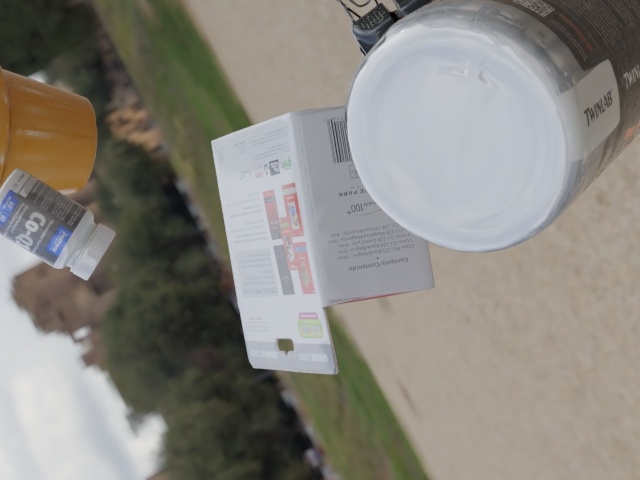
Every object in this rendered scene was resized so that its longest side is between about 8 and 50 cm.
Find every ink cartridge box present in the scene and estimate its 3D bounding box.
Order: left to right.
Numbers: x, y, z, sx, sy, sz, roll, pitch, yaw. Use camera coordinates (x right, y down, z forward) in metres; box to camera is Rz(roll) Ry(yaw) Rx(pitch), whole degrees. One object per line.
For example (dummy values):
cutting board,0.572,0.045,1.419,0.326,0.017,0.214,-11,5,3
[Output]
ink cartridge box,0.000,0.000,1.881,0.309,0.130,0.272,175,86,-71

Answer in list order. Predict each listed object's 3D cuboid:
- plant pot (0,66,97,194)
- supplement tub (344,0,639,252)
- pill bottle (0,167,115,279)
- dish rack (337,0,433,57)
plant pot,-0.398,-0.133,2.232,0.205,0.188,0.205,-11,77,60
supplement tub,0.177,-0.137,1.495,0.207,0.207,0.338,62,-147,-7
pill bottle,-0.309,-0.016,1.985,0.137,0.078,0.078,31,-179,-5
dish rack,0.072,-0.320,1.703,0.271,0.208,0.074,60,-170,33
